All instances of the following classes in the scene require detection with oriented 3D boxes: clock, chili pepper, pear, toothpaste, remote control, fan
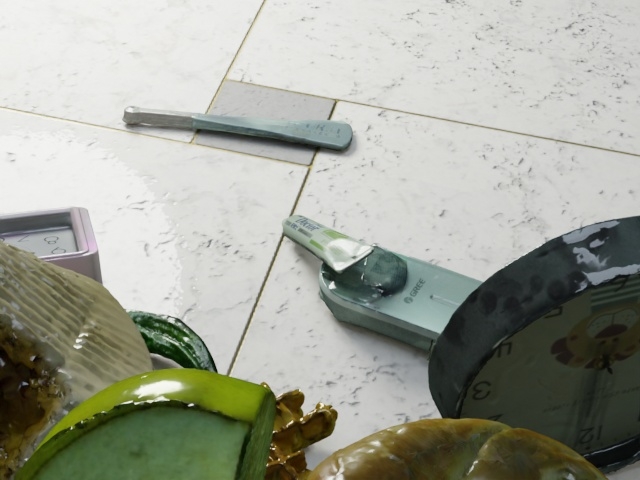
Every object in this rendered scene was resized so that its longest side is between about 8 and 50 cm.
[{"bbox_3d":[-0.326,0.025,1.464,0.197,0.063,0.150,-7,22,-12],"label":"clock"},{"bbox_3d":[-0.185,0.105,1.430,0.182,0.050,0.073,10,33,2],"label":"chili pepper"},{"bbox_3d":[0.249,0.105,1.277,0.313,0.312,0.061,-7,47,-14],"label":"clock"},{"bbox_3d":[-0.130,0.209,1.106,0.159,0.292,0.292,12,40,7],"label":"pear"},{"bbox_3d":[0.000,0.000,1.537,0.048,0.029,0.197,-31,22,-14],"label":"toothpaste"},{"bbox_3d":[0.114,0.071,1.499,0.247,0.052,0.104,20,41,18],"label":"remote control"},{"bbox_3d":[-0.101,-0.143,1.759,0.282,0.023,0.057,7,41,0],"label":"fan"}]

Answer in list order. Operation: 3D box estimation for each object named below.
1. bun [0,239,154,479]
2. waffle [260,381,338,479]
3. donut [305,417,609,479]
[{"bbox_3d":[-0.294,0.124,1.273,0.281,0.205,0.281,34,21,-15],"label":"bun"},{"bbox_3d":[-0.074,0.219,1.303,0.229,0.051,0.231,15,42,12],"label":"waffle"},{"bbox_3d":[0.118,0.278,0.991,0.360,0.170,0.360,17,37,-14],"label":"donut"}]
